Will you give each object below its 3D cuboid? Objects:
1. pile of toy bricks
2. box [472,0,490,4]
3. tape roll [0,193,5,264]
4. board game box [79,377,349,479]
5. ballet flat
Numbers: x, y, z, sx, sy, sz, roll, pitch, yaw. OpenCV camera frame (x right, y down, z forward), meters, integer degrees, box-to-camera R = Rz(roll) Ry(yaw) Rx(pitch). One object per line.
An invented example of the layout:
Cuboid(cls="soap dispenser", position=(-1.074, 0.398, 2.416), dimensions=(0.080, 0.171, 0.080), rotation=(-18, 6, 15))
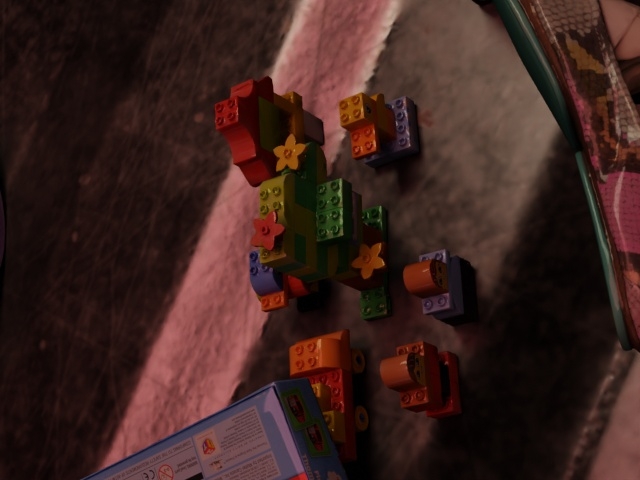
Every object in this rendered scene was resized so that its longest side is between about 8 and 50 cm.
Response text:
Cuboid(cls="pile of toy bricks", position=(0.000, 0.000, 0.662), dimensions=(0.118, 0.105, 0.212), rotation=(-18, 65, 32))
Cuboid(cls="box", position=(0.179, -0.239, 0.623), dimensions=(0.290, 0.087, 0.169), rotation=(-10, 69, 34))
Cuboid(cls="tape roll", position=(-0.302, -0.019, 0.845), dimensions=(0.080, 0.189, 0.189), rotation=(-17, 64, 31))
Cuboid(cls="board game box", position=(-0.037, 0.195, 0.630), dimensions=(0.160, 0.039, 0.211), rotation=(-29, 74, 27))
Cuboid(cls="ballet flat", position=(0.143, -0.054, 0.603), dimensions=(0.079, 0.077, 0.221), rotation=(-20, 66, 10))
